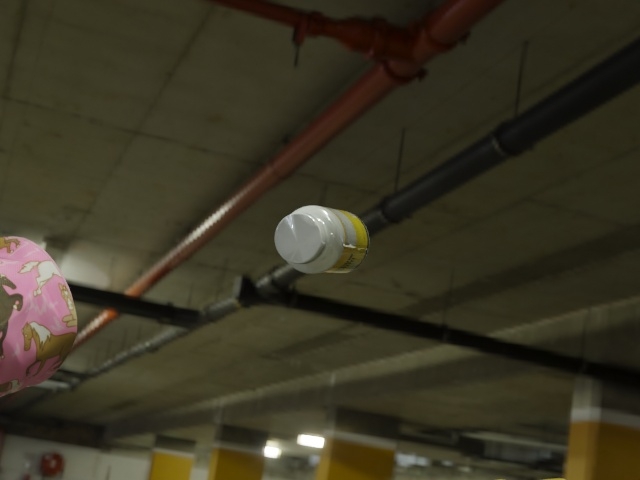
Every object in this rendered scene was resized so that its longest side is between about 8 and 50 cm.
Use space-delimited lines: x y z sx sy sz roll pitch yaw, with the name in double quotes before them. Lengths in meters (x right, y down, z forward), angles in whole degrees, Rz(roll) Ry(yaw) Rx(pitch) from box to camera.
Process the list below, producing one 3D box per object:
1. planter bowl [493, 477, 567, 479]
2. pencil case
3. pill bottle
"planter bowl" 0.243 0.299 1.046 0.090 0.217 0.217 -40 -28 6
"pencil case" -0.399 0.092 0.942 0.386 0.167 0.160 -11 -28 -52
"pill bottle" 0.000 0.000 1.637 0.103 0.103 0.184 3 -1 22
